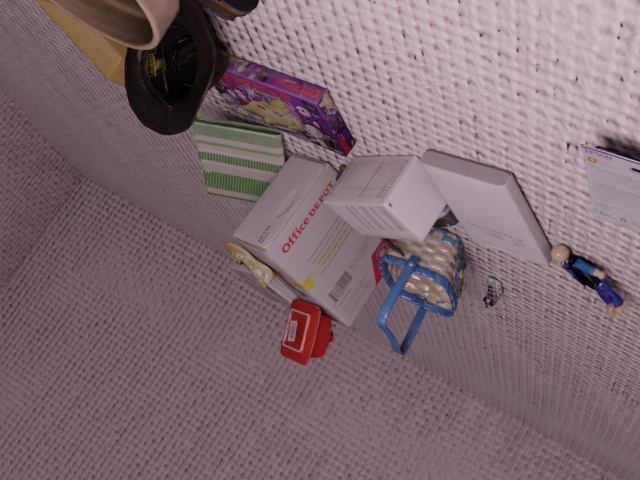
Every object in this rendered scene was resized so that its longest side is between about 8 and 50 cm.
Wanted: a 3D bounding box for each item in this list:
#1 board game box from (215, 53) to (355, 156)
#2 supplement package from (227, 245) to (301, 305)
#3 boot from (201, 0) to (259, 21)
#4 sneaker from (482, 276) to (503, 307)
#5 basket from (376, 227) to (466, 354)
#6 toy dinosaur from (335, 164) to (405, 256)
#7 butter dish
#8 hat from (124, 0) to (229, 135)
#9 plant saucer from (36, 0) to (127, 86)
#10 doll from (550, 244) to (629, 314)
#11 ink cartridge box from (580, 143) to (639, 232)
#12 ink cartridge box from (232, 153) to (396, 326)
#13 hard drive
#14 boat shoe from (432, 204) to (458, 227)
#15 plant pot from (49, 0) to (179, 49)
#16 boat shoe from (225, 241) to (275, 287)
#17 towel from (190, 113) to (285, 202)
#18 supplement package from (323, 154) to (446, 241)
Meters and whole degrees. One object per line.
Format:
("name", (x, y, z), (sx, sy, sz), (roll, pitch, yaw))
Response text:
("board game box", (-0.099, -0.307, 1.995), (0.347, 0.056, 0.208), (25, 160, 31))
("supplement package", (-0.087, 0.011, 2.543), (0.177, 0.293, 0.175), (39, 166, -26))
("boot", (-0.222, -0.469, 1.632), (0.219, 0.082, 0.106), (35, 164, -16))
("sneaker", (0.431, 0.138, 2.288), (0.038, 0.069, 0.098), (23, 163, 36))
("basket", (0.233, 0.116, 2.191), (0.201, 0.289, 0.255), (27, 166, 25))
("toy dinosaur", (0.131, -0.067, 2.172), (0.268, 0.064, 0.118), (51, -152, 12))
("butter dish", (-0.018, 0.248, 2.406), (0.118, 0.160, 0.160), (13, 179, -32))
("hat", (-0.282, -0.374, 1.916), (0.134, 0.331, 0.331), (-7, -162, -42))
("plant saucer", (-0.481, -0.479, 2.189), (0.333, 0.081, 0.333), (24, 163, 34))
("doll", (0.546, 0.073, 1.847), (0.189, 0.046, 0.129), (41, 175, -8))
("ink cartridge box", (0.521, -0.072, 1.398), (0.223, 0.045, 0.224), (24, 163, 31))
("ink cartridge box", (0.000, 0.000, 2.347), (0.160, 0.279, 0.385), (21, 162, 47))
("hard drive", (0.343, -0.063, 1.845), (0.203, 0.040, 0.307), (22, 162, 39))
("boat shoe", (0.230, -0.061, 2.053), (0.076, 0.080, 0.228), (42, 157, -26))
("plant pot", (-0.292, -0.487, 1.301), (0.323, 0.280, 0.323), (30, 166, 8))
("boat shoe", (-0.185, 0.059, 2.288), (0.153, 0.048, 0.056), (37, 170, 6))
("towel", (-0.206, -0.203, 2.376), (0.248, 0.038, 0.325), (12, 149, 10))
("supplement package", (0.145, -0.093, 1.981), (0.134, 0.139, 0.244), (41, 164, -26))
